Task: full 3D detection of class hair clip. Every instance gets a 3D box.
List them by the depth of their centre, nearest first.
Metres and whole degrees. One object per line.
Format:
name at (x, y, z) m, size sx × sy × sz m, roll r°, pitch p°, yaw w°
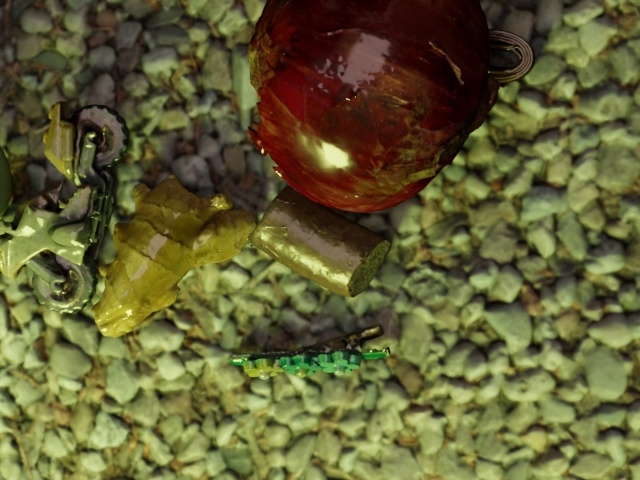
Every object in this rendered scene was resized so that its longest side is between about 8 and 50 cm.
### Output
hair clip at (-0.013, 0.123, 1.786) m, size 0.172 × 0.049 × 0.049 m, roll -9°, pitch 86°, yaw 9°

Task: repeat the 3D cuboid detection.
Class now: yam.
yam at (-0.002, 0.001, 1.771) m, size 0.127 × 0.084 × 0.084 m, roll 30°, pitch 94°, yaw 13°

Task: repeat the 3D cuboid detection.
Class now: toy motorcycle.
toy motorcycle at (-0.284, -0.040, 1.816) m, size 0.129 × 0.094 × 0.229 m, roll 16°, pitch 99°, yaw 10°

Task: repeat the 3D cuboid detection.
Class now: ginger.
ginger at (-0.173, 0.009, 1.803) m, size 0.205 × 0.081 × 0.115 m, roll -39°, pitch 113°, yaw -1°

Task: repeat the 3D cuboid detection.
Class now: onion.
onion at (0.052, -0.162, 1.671) m, size 0.276 × 0.276 × 0.276 m, roll 0°, pitch 88°, yaw 11°

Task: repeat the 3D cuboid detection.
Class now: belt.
belt at (0.180, -0.189, 1.764) m, size 0.083 × 0.036 × 0.059 m, roll 9°, pitch 96°, yaw 11°

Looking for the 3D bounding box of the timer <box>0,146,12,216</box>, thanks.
timer at (-0.513, 0.005, 1.796) m, size 0.290 × 0.291 × 0.315 m, roll 37°, pitch 119°, yaw 10°
